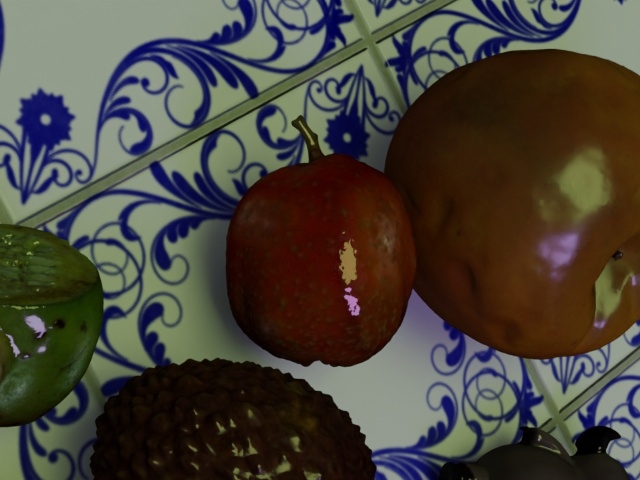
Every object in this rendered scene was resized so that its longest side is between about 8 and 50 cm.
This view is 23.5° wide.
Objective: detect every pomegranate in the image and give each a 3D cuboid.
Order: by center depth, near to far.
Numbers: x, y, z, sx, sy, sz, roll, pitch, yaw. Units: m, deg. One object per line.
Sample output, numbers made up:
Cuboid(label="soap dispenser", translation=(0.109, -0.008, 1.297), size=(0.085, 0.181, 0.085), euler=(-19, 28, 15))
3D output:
Cuboid(label="pomegranate", translation=(-0.284, 0.096, 1.345), size=(0.190, 0.241, 0.159), euler=(0, 112, -27))

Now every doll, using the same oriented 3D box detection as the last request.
Cuboid(label="doll", translation=(0.254, 0.299, 1.718), size=(0.257, 0.117, 0.182), euler=(3, 81, -32))

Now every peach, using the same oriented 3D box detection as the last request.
Cuboid(label="peach", translation=(0.236, -0.051, 1.663), size=(0.343, 0.302, 0.342), euler=(-24, 134, -27))

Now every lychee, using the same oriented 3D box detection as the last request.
Cuboid(label="lychee", translation=(-0.076, 0.238, 1.422), size=(0.304, 0.276, 0.275), euler=(39, 60, 2))

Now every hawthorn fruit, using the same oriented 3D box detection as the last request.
Cuboid(label="hawthorn fruit", translation=(0.000, 0.000, 1.550), size=(0.205, 0.205, 0.253), euler=(-6, 98, -34))
